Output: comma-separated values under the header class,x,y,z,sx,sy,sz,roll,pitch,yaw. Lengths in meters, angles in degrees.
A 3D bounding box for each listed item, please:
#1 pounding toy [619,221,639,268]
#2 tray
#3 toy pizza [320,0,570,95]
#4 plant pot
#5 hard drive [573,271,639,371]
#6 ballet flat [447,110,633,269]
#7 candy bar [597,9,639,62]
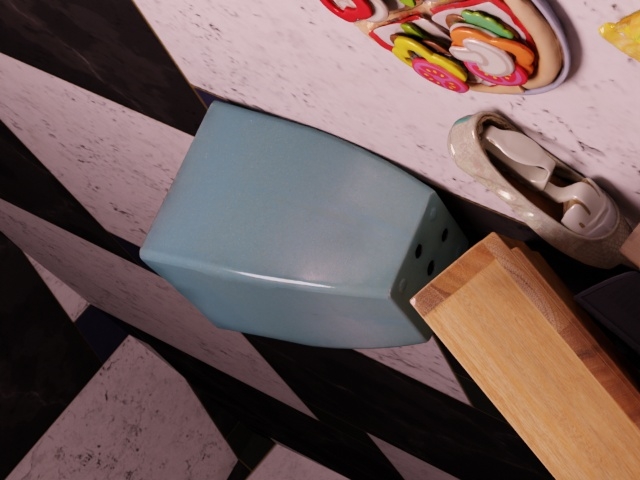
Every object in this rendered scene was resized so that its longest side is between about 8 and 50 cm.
class,x,y,z,sx,sy,sz,roll,pitch,yaw
pounding toy,0.291,0.025,0.949,0.181,0.094,0.206,35,-172,-18
tray,0.179,0.093,1.070,0.203,0.076,0.411,50,-172,7
toy pizza,0.062,-0.144,0.930,0.201,0.032,0.201,29,166,8
plant pot,0.000,0.000,1.331,0.234,0.165,0.165,13,159,30
hard drive,0.295,0.124,1.049,0.255,0.054,0.172,42,-178,-41
ballet flat,0.165,-0.035,1.062,0.168,0.057,0.052,32,157,-8
candy bar,0.198,-0.118,0.769,0.040,0.018,0.161,33,167,-12
